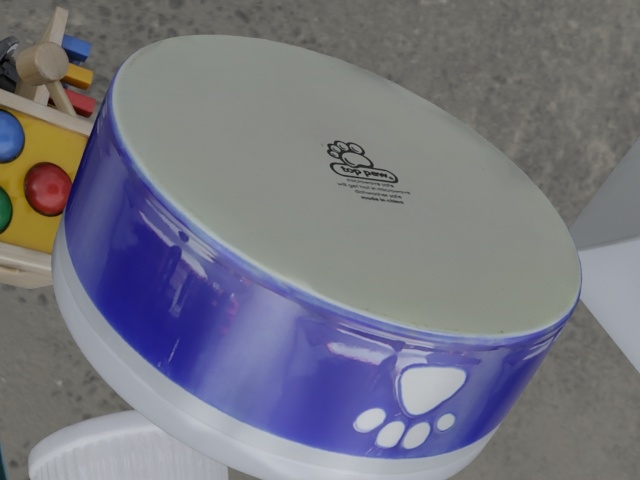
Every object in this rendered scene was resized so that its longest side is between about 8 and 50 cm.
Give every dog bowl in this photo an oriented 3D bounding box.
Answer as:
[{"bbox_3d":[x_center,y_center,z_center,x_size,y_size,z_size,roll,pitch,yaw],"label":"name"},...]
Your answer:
[{"bbox_3d":[0.000,0.000,0.525,0.265,0.265,0.104,0,130,-38],"label":"dog bowl"}]

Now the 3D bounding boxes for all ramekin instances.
[{"bbox_3d":[-0.190,0.260,1.008,0.207,0.207,0.109,11,54,-40],"label":"ramekin"}]

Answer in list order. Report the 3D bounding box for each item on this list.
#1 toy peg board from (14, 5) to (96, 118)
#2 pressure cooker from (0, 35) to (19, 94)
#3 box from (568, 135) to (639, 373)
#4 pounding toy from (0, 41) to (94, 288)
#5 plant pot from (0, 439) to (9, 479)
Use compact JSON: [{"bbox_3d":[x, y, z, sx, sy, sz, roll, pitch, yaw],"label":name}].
[{"bbox_3d":[-0.307,-0.154,1.134,0.079,0.161,0.160,19,62,-26],"label":"toy peg board"},{"bbox_3d":[-0.705,-0.218,1.675,0.420,0.370,0.375,37,50,-15],"label":"pressure cooker"},{"bbox_3d":[0.395,-0.033,0.837,0.215,0.168,0.345,50,63,-12],"label":"box"},{"bbox_3d":[-0.224,-0.072,0.780,0.181,0.094,0.206,19,69,-42],"label":"pounding toy"},{"bbox_3d":[-0.743,0.414,1.761,0.252,0.248,0.247,-32,132,-4],"label":"plant pot"}]
